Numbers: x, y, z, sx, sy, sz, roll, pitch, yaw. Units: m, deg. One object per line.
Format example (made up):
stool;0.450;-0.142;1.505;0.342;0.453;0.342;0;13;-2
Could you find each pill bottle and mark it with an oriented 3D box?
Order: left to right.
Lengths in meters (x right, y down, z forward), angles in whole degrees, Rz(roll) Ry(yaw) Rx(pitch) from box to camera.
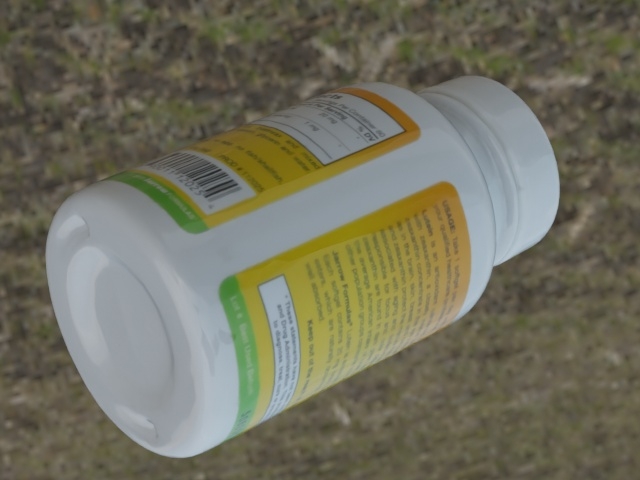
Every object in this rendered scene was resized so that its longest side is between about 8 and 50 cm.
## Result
pill bottle;0.000;0.000;0.861;0.246;0.136;0.136;-24;166;-34
